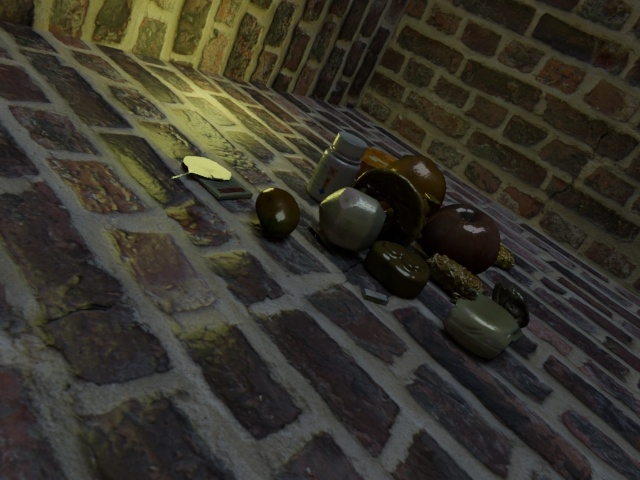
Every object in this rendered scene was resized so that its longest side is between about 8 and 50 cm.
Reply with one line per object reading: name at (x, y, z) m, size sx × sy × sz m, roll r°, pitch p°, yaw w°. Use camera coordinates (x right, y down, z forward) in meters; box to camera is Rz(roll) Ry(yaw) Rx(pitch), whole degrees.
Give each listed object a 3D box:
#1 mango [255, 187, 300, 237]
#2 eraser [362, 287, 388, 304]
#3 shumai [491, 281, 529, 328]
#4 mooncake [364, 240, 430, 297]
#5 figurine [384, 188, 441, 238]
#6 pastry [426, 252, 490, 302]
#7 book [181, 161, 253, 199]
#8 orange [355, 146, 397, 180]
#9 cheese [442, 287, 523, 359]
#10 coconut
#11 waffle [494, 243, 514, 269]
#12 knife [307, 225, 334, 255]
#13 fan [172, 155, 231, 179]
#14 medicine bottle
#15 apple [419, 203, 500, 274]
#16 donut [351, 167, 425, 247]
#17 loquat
mango at (-0.142, -0.091, 1.595) m, size 0.152 × 0.120 × 0.221 m, roll 11°, pitch 36°, yaw -26°
eraser at (0.175, 0.180, 1.509) m, size 0.083 × 0.019 × 0.038 m, roll 20°, pitch 24°, yaw -17°
shumai at (0.681, 0.260, 1.764) m, size 0.120 × 0.201 × 0.201 m, roll -23°, pitch 41°, yaw -6°
mooncake at (0.286, 0.093, 1.683) m, size 0.235 × 0.116 × 0.234 m, roll 20°, pitch 25°, yaw -10°
figurine at (0.363, -0.108, 1.974) m, size 0.216 × 0.227 × 0.215 m, roll 19°, pitch 4°, yaw -1°
pastry at (0.518, 0.153, 1.810) m, size 0.250 × 0.102 × 0.154 m, roll 43°, pitch 30°, yaw 29°
book at (-0.374, -0.220, 1.715) m, size 0.232 × 0.022 × 0.162 m, roll 41°, pitch 30°, yaw 25°
orange at (0.274, -0.406, 2.476) m, size 0.274 × 0.274 × 0.310 m, roll 32°, pitch 59°, yaw 8°
cheese at (0.532, 0.276, 1.562) m, size 0.266 × 0.127 × 0.233 m, roll -2°, pitch 38°, yaw -49°
coconut at (0.101, -0.077, 1.698) m, size 0.231 × 0.227 × 0.227 m, roll 27°, pitch 25°, yaw -3°
waffle at (0.855, 0.035, 2.432) m, size 0.330 × 0.062 × 0.329 m, roll 21°, pitch 25°, yaw -10°
knife at (0.000, 0.000, 1.690) m, size 0.023 × 0.010 × 0.170 m, roll 1°, pitch 37°, yaw -45°
fan at (-0.434, -0.243, 1.663) m, size 0.182 × 0.010 × 0.310 m, roll 30°, pitch 23°, yaw 9°
medicine bottle at (0.072, -0.302, 2.008) m, size 0.170 × 0.292 × 0.170 m, roll 23°, pitch 27°, yaw -12°
apple at (0.597, -0.015, 2.018) m, size 0.345 × 0.269 × 0.344 m, roll 22°, pitch 26°, yaw -12°
donut at (0.252, -0.114, 1.844) m, size 0.330 × 0.329 × 0.160 m, roll 36°, pitch 14°, yaw 16°
loquat at (0.418, -0.235, 2.197) m, size 0.329 × 0.328 × 0.328 m, roll 23°, pitch 25°, yaw -11°
